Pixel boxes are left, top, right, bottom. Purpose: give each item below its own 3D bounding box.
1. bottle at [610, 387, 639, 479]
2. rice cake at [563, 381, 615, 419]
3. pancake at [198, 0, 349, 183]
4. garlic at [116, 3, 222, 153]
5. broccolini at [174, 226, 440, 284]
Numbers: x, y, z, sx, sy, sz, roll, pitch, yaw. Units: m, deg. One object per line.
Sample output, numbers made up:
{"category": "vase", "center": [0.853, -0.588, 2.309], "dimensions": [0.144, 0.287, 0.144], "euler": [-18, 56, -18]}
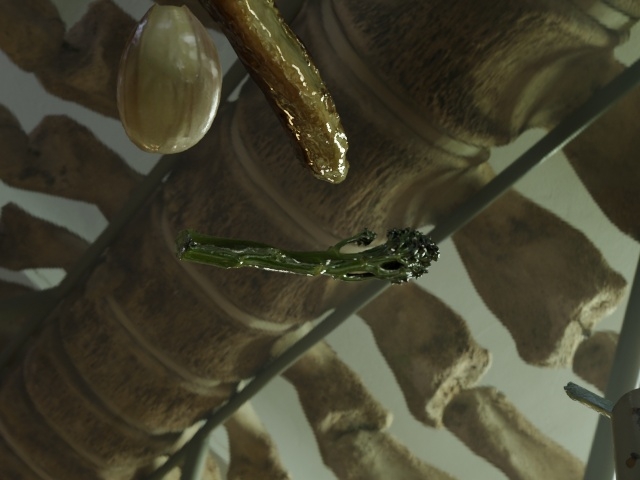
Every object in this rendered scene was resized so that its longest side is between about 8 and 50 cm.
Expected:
{"category": "bottle", "center": [0.368, 0.267, 0.824], "dimensions": [0.110, 0.233, 0.110], "euler": [7, -57, 11]}
{"category": "rice cake", "center": [0.357, 0.211, 0.999], "dimensions": [0.022, 0.021, 0.121], "euler": [55, -12, -25]}
{"category": "pancake", "center": [-0.073, -0.175, 0.670], "dimensions": [0.244, 0.057, 0.266], "euler": [47, -8, 27]}
{"category": "garlic", "center": [-0.196, -0.177, 0.973], "dimensions": [0.128, 0.115, 0.207], "euler": [34, -55, 25]}
{"category": "broccolini", "center": [-0.004, 0.003, 0.939], "dimensions": [0.074, 0.392, 0.079], "euler": [47, -63, 41]}
